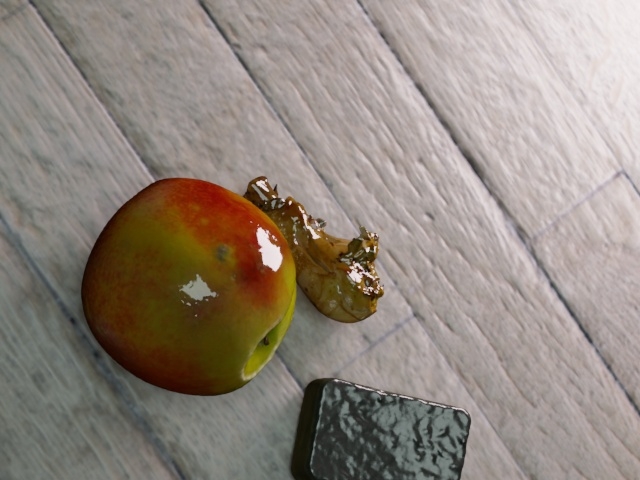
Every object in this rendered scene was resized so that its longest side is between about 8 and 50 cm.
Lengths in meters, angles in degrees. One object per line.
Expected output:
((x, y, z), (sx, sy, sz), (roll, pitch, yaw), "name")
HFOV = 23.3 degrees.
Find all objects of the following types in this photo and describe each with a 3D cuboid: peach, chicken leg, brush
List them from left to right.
((-0.139, 0.049, 1.667), (0.230, 0.231, 0.231), (3, 80, -17), "peach")
((-0.002, 0.002, 1.785), (0.101, 0.085, 0.207), (-42, 88, 15), "chicken leg")
((0.072, 0.234, 1.781), (0.197, 0.059, 0.123), (14, 79, -14), "brush")
